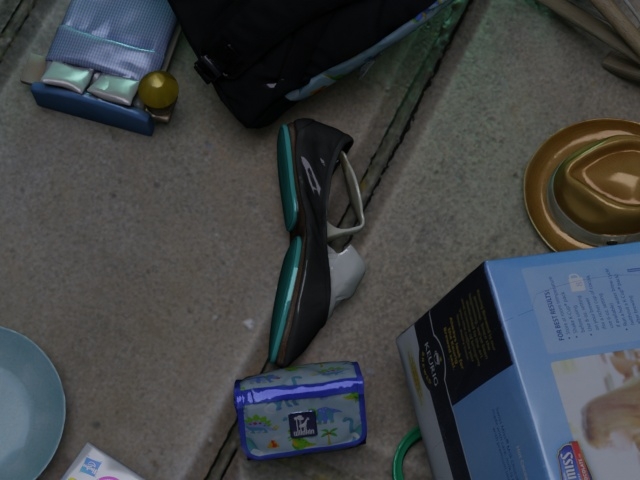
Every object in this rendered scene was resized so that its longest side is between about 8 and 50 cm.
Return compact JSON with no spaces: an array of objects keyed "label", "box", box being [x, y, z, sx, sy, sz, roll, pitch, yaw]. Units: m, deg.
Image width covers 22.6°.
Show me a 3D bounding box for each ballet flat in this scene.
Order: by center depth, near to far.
[{"label":"ballet flat","box":[0.000,0.000,1.685,0.096,0.095,0.280,6,71,-10]}]

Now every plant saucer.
[{"label":"plant saucer","box":[-0.357,0.183,1.653,0.195,0.037,0.195,0,70,1]}]

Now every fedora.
[{"label":"fedora","box":[0.315,-0.059,1.704,0.194,0.079,0.194,-1,71,1]}]

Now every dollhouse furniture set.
[{"label":"dollhouse furniture set","box":[-0.262,-0.307,1.736,0.303,0.198,0.286,17,72,6]}]

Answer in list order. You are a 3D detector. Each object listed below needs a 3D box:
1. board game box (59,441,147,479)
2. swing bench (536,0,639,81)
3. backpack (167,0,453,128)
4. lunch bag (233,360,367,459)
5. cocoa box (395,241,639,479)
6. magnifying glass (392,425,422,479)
[{"label":"board game box","box":[-0.186,0.406,1.548,0.308,0.086,0.302,31,74,11]},{"label":"swing bench","box":[0.368,-0.333,1.758,0.255,0.165,0.253,42,76,8]},{"label":"backpack","box":[0.024,-0.327,1.678,0.290,0.355,0.273,59,36,-5]},{"label":"lunch bag","box":[-0.019,0.166,1.594,0.129,0.151,0.096,-8,71,-3]},{"label":"cocoa box","box":[0.250,0.201,1.506,0.231,0.228,0.347,-6,70,-23]},{"label":"magnifying glass","box":[0.099,0.291,1.613,0.092,0.026,0.231,17,68,7]}]
